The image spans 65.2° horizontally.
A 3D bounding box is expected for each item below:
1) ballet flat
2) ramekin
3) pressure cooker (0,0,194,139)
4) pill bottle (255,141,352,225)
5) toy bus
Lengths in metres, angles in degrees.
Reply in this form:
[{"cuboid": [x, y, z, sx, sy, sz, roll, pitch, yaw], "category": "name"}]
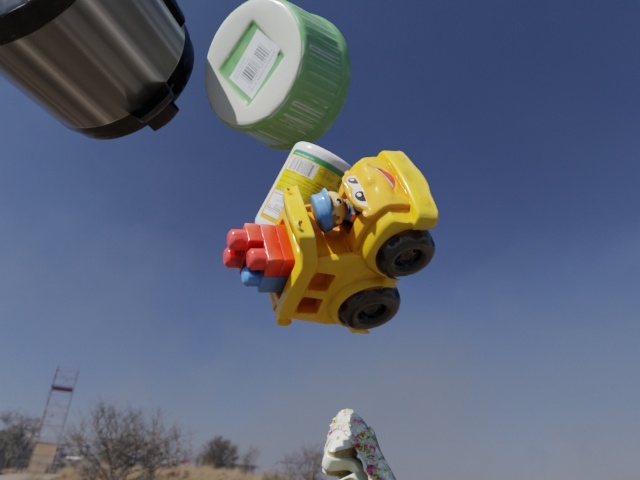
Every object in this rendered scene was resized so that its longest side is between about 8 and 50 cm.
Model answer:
[{"cuboid": [0.047, 0.302, 0.647, 0.077, 0.091, 0.241, 9, 15, -23], "category": "ballet flat"}, {"cuboid": [-0.101, -0.352, 1.056, 0.303, 0.303, 0.148, -16, -11, 32], "category": "ramekin"}, {"cuboid": [-0.481, -0.425, 1.049, 0.376, 0.369, 0.420, -4, -26, 17], "category": "pressure cooker"}, {"cuboid": [-0.037, -0.048, 0.839, 0.118, 0.208, 0.117, 28, -3, 1], "category": "pill bottle"}, {"cuboid": [0.000, 0.000, 0.595, 0.211, 0.149, 0.220, 5, -47, -23], "category": "toy bus"}]
